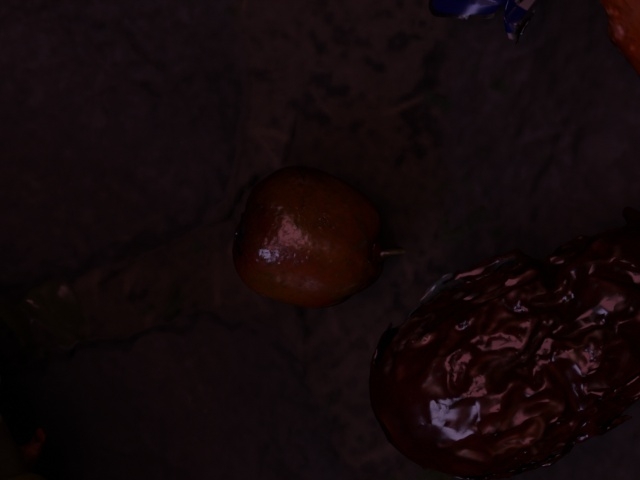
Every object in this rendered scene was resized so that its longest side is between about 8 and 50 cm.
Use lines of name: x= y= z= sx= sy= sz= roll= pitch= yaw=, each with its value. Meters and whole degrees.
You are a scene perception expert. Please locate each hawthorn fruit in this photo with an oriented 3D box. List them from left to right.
hawthorn fruit: x=-0.006 y=-0.001 z=0.950 sx=0.077 sy=0.077 sz=0.077 roll=0 pitch=91 yaw=15

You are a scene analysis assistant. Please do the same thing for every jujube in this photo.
jujube: x=0.105 y=0.056 z=0.904 sx=0.166 sy=0.104 sz=0.104 roll=-24 pitch=85 yaw=13

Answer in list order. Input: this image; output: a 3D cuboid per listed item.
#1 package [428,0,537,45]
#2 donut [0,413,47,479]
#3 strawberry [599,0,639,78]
package: x=0.101 y=-0.150 z=0.936 sx=0.077 sy=0.033 sz=0.110 roll=24 pitch=83 yaw=37
donut: x=-0.292 y=0.190 z=0.948 sx=0.383 sy=0.142 sz=0.382 roll=-10 pitch=68 yaw=25
strawberry: x=0.212 y=-0.108 z=0.861 sx=0.107 sy=0.175 sz=0.236 roll=-36 pitch=118 yaw=-17
